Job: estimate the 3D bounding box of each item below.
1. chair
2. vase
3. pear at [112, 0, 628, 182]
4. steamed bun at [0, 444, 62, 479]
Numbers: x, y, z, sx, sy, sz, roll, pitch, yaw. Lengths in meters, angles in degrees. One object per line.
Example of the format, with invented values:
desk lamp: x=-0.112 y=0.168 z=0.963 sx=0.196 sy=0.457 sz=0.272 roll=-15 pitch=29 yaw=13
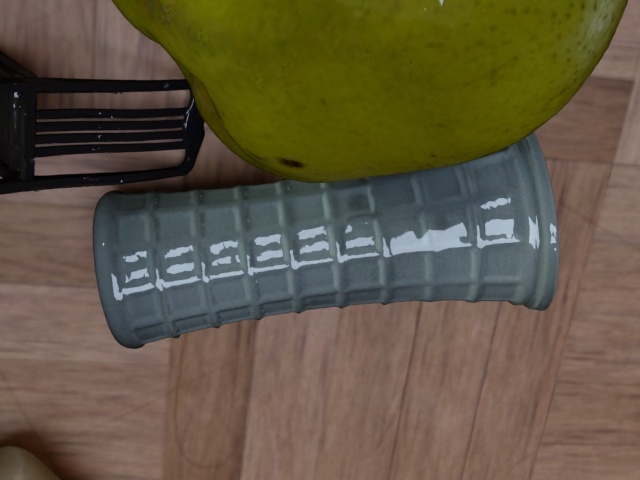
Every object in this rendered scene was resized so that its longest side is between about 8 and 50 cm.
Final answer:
chair: x=-0.190 y=-0.083 z=0.603 sx=0.212 sy=0.101 sz=0.084 roll=-13 pitch=122 yaw=-44
vase: x=0.000 y=0.000 z=0.631 sx=0.299 sy=0.143 sz=0.143 roll=-7 pitch=114 yaw=-1
pear: x=0.033 y=-0.176 z=0.484 sx=0.294 sy=0.294 sz=0.294 roll=-3 pitch=113 yaw=-7
steamed bun: x=-0.288 y=0.288 z=0.695 sx=0.250 sy=0.155 sz=0.200 roll=-29 pitch=115 yaw=3
